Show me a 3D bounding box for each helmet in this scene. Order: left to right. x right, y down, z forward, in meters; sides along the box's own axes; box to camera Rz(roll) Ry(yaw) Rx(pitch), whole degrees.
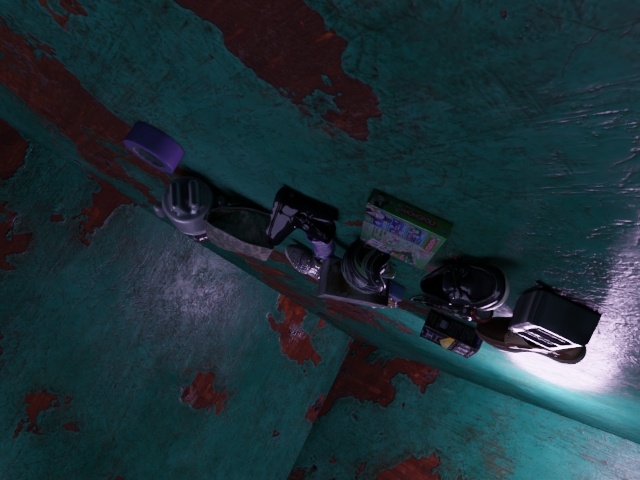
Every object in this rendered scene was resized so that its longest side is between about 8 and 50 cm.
[{"bbox_3d":[0.151,0.090,1.534,0.169,0.161,0.169,26,166,7],"label":"helmet"}]

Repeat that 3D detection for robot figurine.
[{"bbox_3d":[-0.532,-0.137,1.912,0.300,0.199,0.353,-2,167,-6],"label":"robot figurine"}]

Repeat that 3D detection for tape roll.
[{"bbox_3d":[-0.577,-0.320,1.613,0.189,0.080,0.189,26,166,7],"label":"tape roll"}]

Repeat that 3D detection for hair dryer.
[{"bbox_3d":[0.446,0.206,1.509,0.224,0.080,0.294,17,177,43],"label":"hair dryer"}]

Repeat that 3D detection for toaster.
[{"bbox_3d":[0.602,0.206,1.221,0.186,0.110,0.168,26,165,8],"label":"toaster"}]

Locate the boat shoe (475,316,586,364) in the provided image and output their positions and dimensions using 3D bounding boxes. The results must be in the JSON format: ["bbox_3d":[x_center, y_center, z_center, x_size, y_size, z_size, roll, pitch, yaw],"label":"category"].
[{"bbox_3d":[0.639,0.286,1.442,0.324,0.123,0.116,4,149,39],"label":"boat shoe"}]

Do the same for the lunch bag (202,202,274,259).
[{"bbox_3d":[-0.320,-0.042,1.853,0.287,0.168,0.235,16,163,-9],"label":"lunch bag"}]

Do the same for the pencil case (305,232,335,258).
[{"bbox_3d":[0.000,0.000,1.646,0.086,0.088,0.206,48,172,22],"label":"pencil case"}]

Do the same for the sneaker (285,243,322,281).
[{"bbox_3d":[-0.068,0.104,2.104,0.129,0.111,0.297,20,164,48],"label":"sneaker"}]

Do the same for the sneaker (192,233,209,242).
[{"bbox_3d":[-0.464,-0.054,2.118,0.106,0.101,0.267,2,-163,39],"label":"sneaker"}]

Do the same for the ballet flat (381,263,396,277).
[{"bbox_3d":[0.182,0.075,1.640,0.188,0.070,0.070,22,165,9],"label":"ballet flat"}]

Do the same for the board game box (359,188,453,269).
[{"bbox_3d":[0.219,-0.019,1.271,0.214,0.046,0.317,25,165,8],"label":"board game box"}]

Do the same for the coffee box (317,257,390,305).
[{"bbox_3d":[0.126,0.158,1.724,0.247,0.141,0.098,11,165,-14],"label":"coffee box"}]

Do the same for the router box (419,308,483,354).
[{"bbox_3d":[0.574,0.420,2.058,0.243,0.081,0.309,24,165,15],"label":"router box"}]

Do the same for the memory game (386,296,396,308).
[{"bbox_3d":[0.230,0.233,1.922,0.186,0.012,0.186,24,161,9],"label":"memory game"}]

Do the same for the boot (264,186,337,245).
[{"bbox_3d":[-0.062,-0.036,1.491,0.207,0.094,0.246,27,134,8],"label":"boot"}]

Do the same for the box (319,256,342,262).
[{"bbox_3d":[0.046,0.086,1.983,0.081,0.028,0.136,28,163,-2],"label":"box"}]

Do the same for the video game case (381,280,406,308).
[{"bbox_3d":[0.194,0.185,1.957,0.270,0.061,0.244,28,162,-3],"label":"video game case"}]

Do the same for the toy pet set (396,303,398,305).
[{"bbox_3d":[0.285,0.271,2.164,0.114,0.065,0.122,-19,148,21],"label":"toy pet set"}]

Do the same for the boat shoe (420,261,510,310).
[{"bbox_3d":[0.377,0.120,1.273,0.113,0.127,0.340,4,179,-13],"label":"boat shoe"}]
